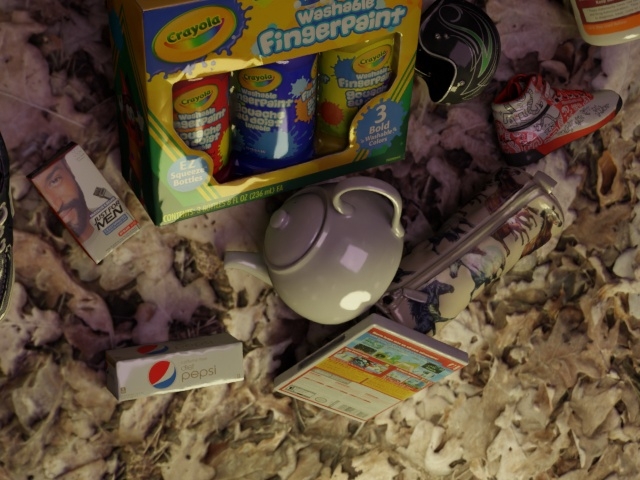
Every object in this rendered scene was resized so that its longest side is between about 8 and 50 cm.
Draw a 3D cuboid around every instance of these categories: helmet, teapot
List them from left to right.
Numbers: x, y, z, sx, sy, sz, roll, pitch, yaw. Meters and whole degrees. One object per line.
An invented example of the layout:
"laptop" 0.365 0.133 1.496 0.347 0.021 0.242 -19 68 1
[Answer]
"teapot" 0.000 0.000 1.773 0.187 0.252 0.256 33 89 -34
"helmet" 0.227 -0.321 1.878 0.161 0.169 0.169 42 80 -9

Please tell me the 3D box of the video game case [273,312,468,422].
"video game case" 0.081 0.223 1.866 0.204 0.285 0.025 25 49 -27

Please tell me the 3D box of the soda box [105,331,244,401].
"soda box" -0.238 0.204 1.798 0.216 0.074 0.069 -7 103 -25

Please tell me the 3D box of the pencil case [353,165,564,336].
"pencil case" 0.242 0.033 1.936 0.410 0.183 0.160 -38 85 -14

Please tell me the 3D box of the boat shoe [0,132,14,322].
"boat shoe" -0.501 -0.022 1.582 0.127 0.158 0.341 -11 104 -24

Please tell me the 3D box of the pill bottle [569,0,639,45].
"pill bottle" 0.513 -0.565 1.936 0.224 0.224 0.392 -30 112 -18

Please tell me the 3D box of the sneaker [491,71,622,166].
"sneaker" 0.436 -0.256 2.029 0.270 0.090 0.145 -29 113 -16

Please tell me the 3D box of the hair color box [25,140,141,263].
"hair color box" -0.365 -0.058 1.701 0.093 0.053 0.167 -40 113 -13

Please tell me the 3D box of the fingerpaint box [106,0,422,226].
"fingerpaint box" -0.077 -0.257 1.660 0.444 0.163 0.371 -16 133 -23
